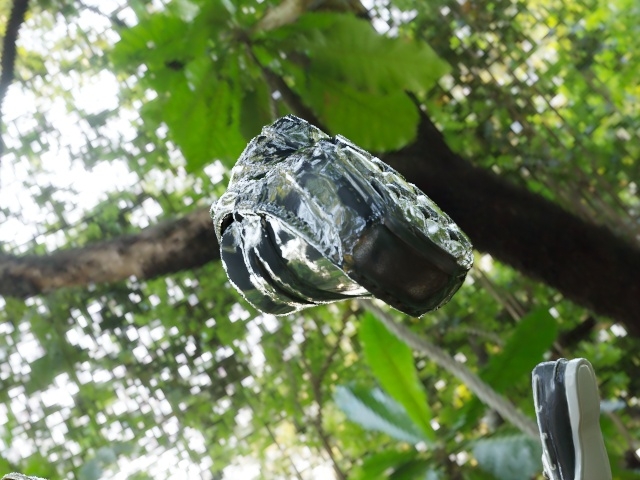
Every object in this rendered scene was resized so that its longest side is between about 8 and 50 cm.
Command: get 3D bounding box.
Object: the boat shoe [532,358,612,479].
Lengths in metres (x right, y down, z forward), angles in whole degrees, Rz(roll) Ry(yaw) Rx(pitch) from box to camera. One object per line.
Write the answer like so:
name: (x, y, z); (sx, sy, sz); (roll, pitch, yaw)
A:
boat shoe: (0.165, 0.141, 0.826); (0.038, 0.125, 0.046); (-9, -1, 38)

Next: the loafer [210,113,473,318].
loafer: (0.000, 0.000, 0.514); (0.076, 0.223, 0.078); (37, -90, -17)

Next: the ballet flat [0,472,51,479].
ballet flat: (-0.294, 0.287, 1.136); (0.116, 0.124, 0.342); (-61, 5, 8)
